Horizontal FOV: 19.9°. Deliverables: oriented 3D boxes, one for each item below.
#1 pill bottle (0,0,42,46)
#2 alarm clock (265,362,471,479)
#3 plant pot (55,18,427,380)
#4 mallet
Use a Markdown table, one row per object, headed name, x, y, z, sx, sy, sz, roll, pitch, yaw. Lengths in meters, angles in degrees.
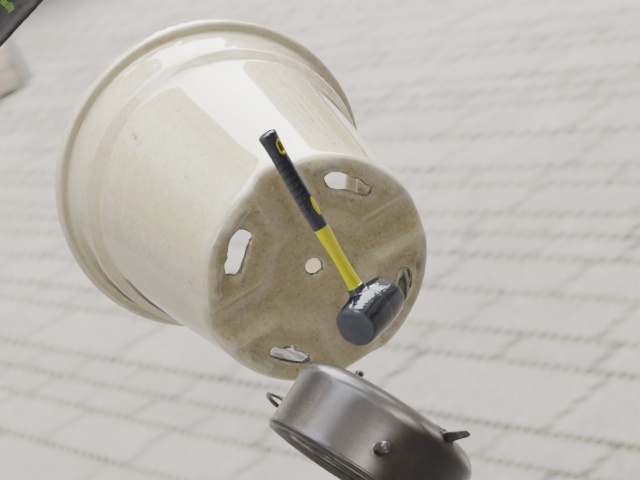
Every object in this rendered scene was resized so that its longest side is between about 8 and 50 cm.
| name | x | y | z | sx | sy | sz | roll | pitch | yaw |
| --- | --- | --- | --- | --- | --- | --- | --- | --- | --- |
| pill bottle | -0.128 | -0.211 | 0.860 | 0.245 | 0.130 | 0.130 | -47 | 18 | -1 |
| alarm clock | 0.023 | 0.126 | 1.193 | 0.192 | 0.129 | 0.064 | 14 | 69 | 53 |
| plant pot | -0.059 | -0.019 | 1.773 | 0.334 | 0.334 | 0.305 | -29 | 28 | -11 |
| mallet | 0.000 | 0.000 | 1.464 | 0.039 | 0.189 | 0.062 | -22 | 21 | 36 |
